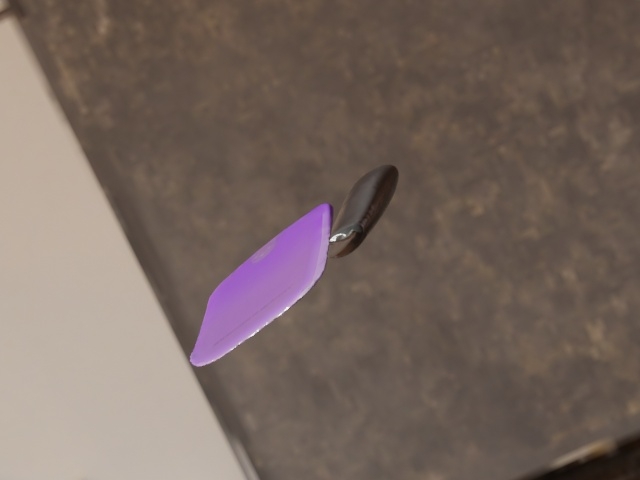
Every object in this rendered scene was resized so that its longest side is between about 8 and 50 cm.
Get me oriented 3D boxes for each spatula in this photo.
[{"bbox_3d":[0.000,0.000,0.956,0.084,0.030,0.296,-37,0,19],"label":"spatula"}]
